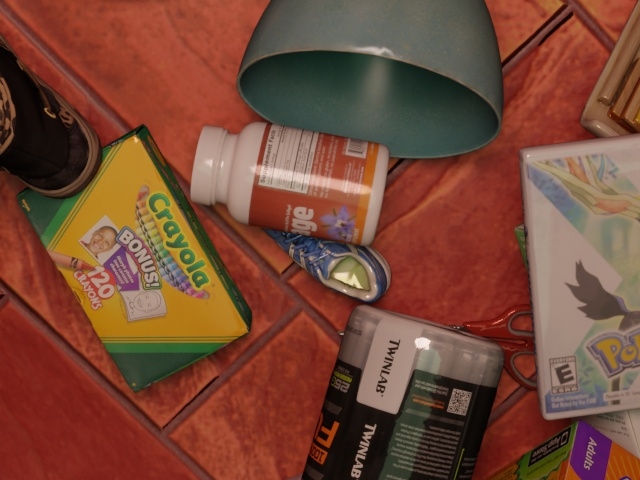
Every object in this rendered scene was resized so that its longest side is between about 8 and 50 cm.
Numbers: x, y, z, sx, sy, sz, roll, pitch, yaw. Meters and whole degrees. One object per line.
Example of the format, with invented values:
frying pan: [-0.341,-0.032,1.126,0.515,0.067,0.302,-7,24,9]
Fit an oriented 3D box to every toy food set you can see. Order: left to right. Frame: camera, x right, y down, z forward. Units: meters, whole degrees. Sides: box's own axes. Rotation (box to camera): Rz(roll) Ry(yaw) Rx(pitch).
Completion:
toy food set: [0.443,-0.181,1.395,0.219,0.092,0.306,34,67,-9]

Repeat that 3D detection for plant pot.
plant pot: [0.069,-0.233,1.365,0.290,0.290,0.196,12,75,-3]

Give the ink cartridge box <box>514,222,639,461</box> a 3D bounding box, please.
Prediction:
ink cartridge box: [0.374,0.082,1.458,0.211,0.121,0.289,-25,105,-27]

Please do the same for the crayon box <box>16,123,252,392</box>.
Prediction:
crayon box: [-0.219,0.022,1.499,0.165,0.081,0.278,-28,102,6]

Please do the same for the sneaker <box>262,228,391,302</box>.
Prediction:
sneaker: [0.000,0.000,1.497,0.211,0.081,0.080,34,102,-5]

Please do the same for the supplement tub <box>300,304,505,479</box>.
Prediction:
supplement tub: [0.086,0.248,1.455,0.193,0.193,0.316,16,89,-4]

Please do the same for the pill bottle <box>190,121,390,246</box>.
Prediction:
pill bottle: [-0.035,-0.069,1.424,0.216,0.121,0.121,10,103,1]

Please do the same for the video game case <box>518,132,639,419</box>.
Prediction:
video game case: [0.386,0.030,1.327,0.328,0.036,0.300,-7,103,-1]

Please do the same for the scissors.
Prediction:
scissors: [0.177,0.109,1.560,0.297,0.021,0.109,15,104,-3]

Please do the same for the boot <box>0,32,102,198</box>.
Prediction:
boot: [-0.422,-0.189,1.316,0.377,0.284,0.138,42,93,6]

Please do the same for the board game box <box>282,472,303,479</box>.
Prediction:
board game box: [-0.046,0.481,1.620,0.318,0.066,0.318,-22,103,4]

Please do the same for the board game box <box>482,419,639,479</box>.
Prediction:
board game box: [0.289,0.498,1.407,0.356,0.356,0.356,35,136,-10]
